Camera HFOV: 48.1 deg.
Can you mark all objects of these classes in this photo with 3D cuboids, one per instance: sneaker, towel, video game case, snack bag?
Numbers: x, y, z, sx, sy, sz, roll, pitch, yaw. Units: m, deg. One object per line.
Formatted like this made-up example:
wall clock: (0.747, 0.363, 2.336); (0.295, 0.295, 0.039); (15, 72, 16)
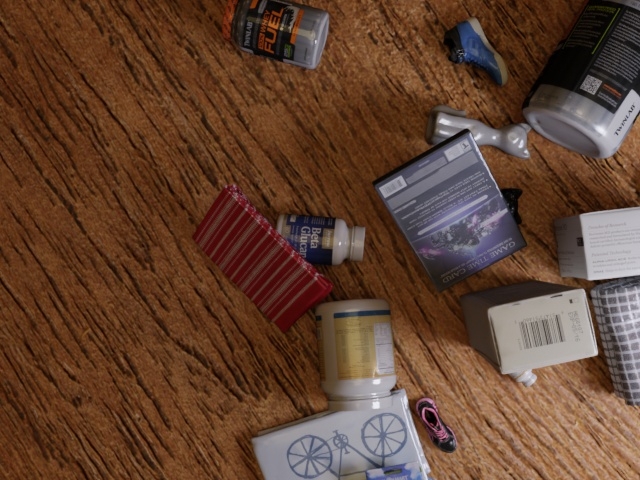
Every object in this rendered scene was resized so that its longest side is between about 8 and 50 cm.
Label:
sneaker: (0.296, -0.353, 1.395); (0.085, 0.058, 0.152); (-27, 83, -3)
towel: (0.675, 0.165, 1.337); (0.284, 0.121, 0.235); (-15, 89, 3)
sneaker: (0.226, 0.364, 1.391); (0.047, 0.057, 0.119); (-34, 89, 0)
video game case: (0.245, -0.048, 1.337); (0.196, 0.026, 0.274); (-29, 118, 9)
towel: (-0.116, 0.039, 1.373); (0.275, 0.031, 0.199); (45, 136, 3)
snack bag: (0.066, 0.497, 1.408); (0.323, 0.037, 0.342); (-19, 88, 3)

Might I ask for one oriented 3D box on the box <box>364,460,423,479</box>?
box: (0.153, 0.510, 1.361); (0.109, 0.042, 0.178); (-12, 88, 3)

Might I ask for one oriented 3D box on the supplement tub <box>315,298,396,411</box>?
supplement tub: (0.067, 0.213, 1.349); (0.144, 0.144, 0.199); (-4, 82, 3)

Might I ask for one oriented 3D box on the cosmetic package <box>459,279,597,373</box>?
cosmetic package: (0.352, 0.142, 1.262); (0.160, 0.309, 0.113); (-12, 88, 4)

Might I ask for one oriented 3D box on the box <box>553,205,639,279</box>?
box: (0.545, 0.003, 1.316); (0.182, 0.181, 0.119); (-7, 88, 3)

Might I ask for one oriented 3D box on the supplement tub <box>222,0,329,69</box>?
supplement tub: (-0.087, -0.410, 1.390); (0.190, 0.117, 0.117); (15, 90, 4)

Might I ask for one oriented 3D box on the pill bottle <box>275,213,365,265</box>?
pill bottle: (0.000, 0.000, 1.390); (0.169, 0.094, 0.094); (4, 89, 3)

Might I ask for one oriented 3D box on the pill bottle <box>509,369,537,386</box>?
pill bottle: (0.379, 0.244, 1.390); (0.043, 0.043, 0.083); (-44, 88, 2)

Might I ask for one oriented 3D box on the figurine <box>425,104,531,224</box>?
figurine: (0.304, -0.145, 1.388); (0.210, 0.092, 0.214); (9, 89, -5)

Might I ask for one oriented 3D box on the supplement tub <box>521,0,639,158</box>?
supplement tub: (0.529, -0.327, 1.317); (0.194, 0.193, 0.316); (31, 92, 3)
